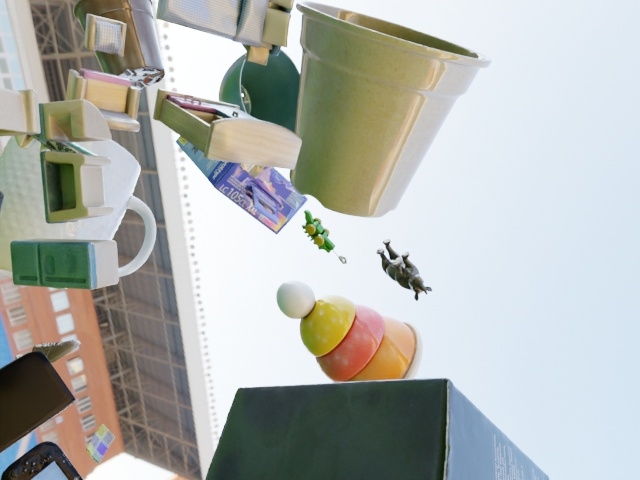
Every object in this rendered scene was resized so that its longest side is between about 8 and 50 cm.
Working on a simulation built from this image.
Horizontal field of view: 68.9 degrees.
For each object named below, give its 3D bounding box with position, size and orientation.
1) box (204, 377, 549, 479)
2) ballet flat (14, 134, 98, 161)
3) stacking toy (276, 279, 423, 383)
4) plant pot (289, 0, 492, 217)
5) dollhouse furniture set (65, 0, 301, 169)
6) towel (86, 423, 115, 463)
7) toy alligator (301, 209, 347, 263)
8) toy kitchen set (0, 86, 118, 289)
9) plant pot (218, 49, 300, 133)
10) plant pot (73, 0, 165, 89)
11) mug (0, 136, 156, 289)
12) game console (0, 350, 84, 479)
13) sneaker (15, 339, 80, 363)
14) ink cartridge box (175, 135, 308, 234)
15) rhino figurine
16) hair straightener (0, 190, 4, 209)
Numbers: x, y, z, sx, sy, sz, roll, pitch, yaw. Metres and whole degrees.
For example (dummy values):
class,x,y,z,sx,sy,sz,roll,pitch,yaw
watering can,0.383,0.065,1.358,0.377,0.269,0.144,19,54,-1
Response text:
class,x,y,z,sx,sy,sz,roll,pitch,yaw
box,0.112,0.494,0.864,0.479,0.298,0.472,-15,-45,36
ballet flat,-0.483,-0.172,0.808,0.188,0.070,0.070,35,-46,-5
stacking toy,0.057,0.284,1.479,0.480,0.351,0.350,43,-39,-17
plant pot,0.083,-0.223,0.842,0.333,0.333,0.306,37,-55,31
dollhouse furniture set,-0.141,-0.278,0.603,0.198,0.286,0.304,35,-64,44
towel,-0.571,0.526,1.211,0.009,0.083,0.060,-17,-69,15
toy alligator,0.000,0.000,1.292,0.051,0.056,0.190,-29,-76,34
toy kitchen set,-0.321,-0.045,0.483,0.122,0.166,0.207,0,-85,18
plant pot,-0.213,-0.456,1.500,0.195,0.290,0.291,3,-73,39
plant pot,-0.429,-0.433,1.030,0.167,0.166,0.165,-14,-84,48
mug,-0.568,-0.050,1.090,0.276,0.374,0.328,-8,-117,48
game console,-0.535,0.410,0.883,0.044,0.213,0.361,-30,-85,49
sneaker,-0.822,0.336,1.397,0.071,0.188,0.066,61,-6,-7
ink cartridge box,-0.214,-0.188,1.325,0.151,0.270,0.395,-49,-135,1
rhino figurine,0.233,0.089,1.285,0.106,0.073,0.243,65,-9,-29
hair straightener,-0.484,0.036,0.662,0.089,0.047,0.231,175,-82,-69
